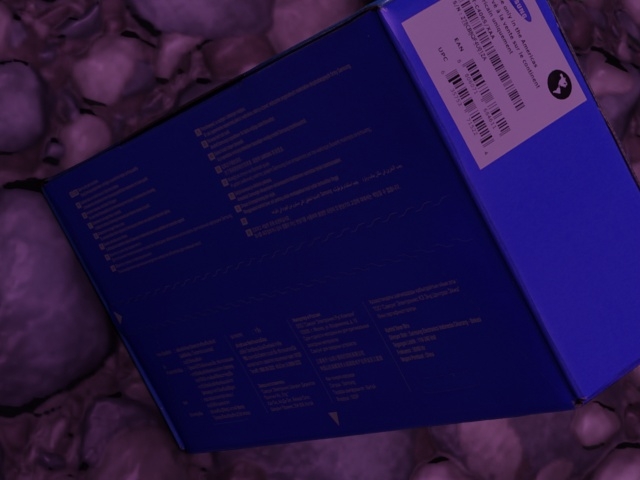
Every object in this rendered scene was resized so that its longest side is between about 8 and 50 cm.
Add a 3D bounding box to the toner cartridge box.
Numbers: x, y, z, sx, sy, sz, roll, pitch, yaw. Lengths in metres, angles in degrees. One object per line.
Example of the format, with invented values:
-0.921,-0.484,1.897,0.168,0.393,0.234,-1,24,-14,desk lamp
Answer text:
0.000,0.000,0.777,0.075,0.348,0.165,-30,96,-30,toner cartridge box
